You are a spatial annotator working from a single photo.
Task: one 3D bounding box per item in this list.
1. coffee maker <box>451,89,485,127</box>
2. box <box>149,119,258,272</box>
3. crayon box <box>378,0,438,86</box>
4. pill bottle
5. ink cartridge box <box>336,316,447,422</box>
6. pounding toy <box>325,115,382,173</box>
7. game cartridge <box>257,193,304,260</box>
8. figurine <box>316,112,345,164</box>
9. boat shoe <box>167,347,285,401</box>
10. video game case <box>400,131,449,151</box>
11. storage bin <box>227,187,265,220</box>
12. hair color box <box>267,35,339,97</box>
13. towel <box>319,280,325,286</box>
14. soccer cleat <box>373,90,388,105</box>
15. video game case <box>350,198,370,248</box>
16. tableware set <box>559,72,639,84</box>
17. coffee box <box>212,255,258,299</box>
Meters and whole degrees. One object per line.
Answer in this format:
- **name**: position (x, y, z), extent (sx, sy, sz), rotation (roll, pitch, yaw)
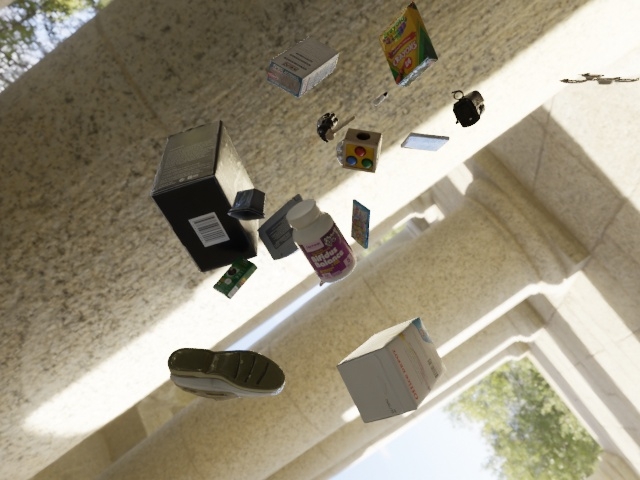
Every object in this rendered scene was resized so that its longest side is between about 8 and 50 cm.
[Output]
- **coffee maker**: position (0.678, -0.622, 2.221), extent (0.178, 0.120, 0.171), rotation (-48, -49, -50)
- **box**: position (-0.498, -0.203, 2.228), extent (0.472, 0.297, 0.480), rotation (-100, -9, -49)
- **crayon box**: position (0.379, -0.882, 2.180), extent (0.081, 0.202, 0.319), rotation (-6, -109, -38)
- **pill bottle**: position (0.000, 0.000, 1.812), extent (0.302, 0.169, 0.169), rotation (57, -177, -27)
- **ink cartridge box**: position (0.225, 0.397, 1.514), extent (0.270, 0.197, 0.198), rotation (-19, -99, -56)
- **pounding toy**: position (0.112, -0.351, 1.771), extent (0.181, 0.206, 0.094), rotation (90, -165, -47)
- **game cartridge**: position (-0.141, -0.044, 2.162), extent (0.198, 0.297, 0.062), rotation (56, -147, 6)
- **figurine**: position (0.063, -0.403, 1.991), extent (0.215, 0.092, 0.209), rotation (50, -158, -16)
- **boat shoe**: position (-0.235, 0.348, 1.244), extent (0.113, 0.302, 0.103), rotation (-69, -15, -52)
- **video game case**: position (0.381, -0.361, 1.795), extent (0.157, 0.143, 0.019), rotation (129, 146, -84)
- **storage bin**: position (-0.246, -0.126, 1.705), extent (0.135, 0.091, 0.098), rotation (-3, 160, 45)
- **hair color box**: position (-0.074, -0.789, 2.205), extent (0.173, 0.347, 0.105), rotation (32, 137, 9)
- **towel**: position (0.069, 0.120, 2.264), extent (0.029, 0.144, 0.197), rotation (35, -129, -10)
- **soccer cleat**: position (0.264, -0.621, 2.128), extent (0.029, 0.083, 0.035), rotation (49, 164, -6)
- **video game case**: position (0.155, -0.065, 1.902), extent (0.119, 0.015, 0.166), rotation (44, 139, 52)
- **tableware set**: position (0.711, -0.414, 1.245), extent (0.168, 0.141, 0.020), rotation (28, 128, 51)
- **coffee box**: position (-0.363, 0.157, 2.083), extent (0.113, 0.184, 0.040), rotation (20, 154, 42)
